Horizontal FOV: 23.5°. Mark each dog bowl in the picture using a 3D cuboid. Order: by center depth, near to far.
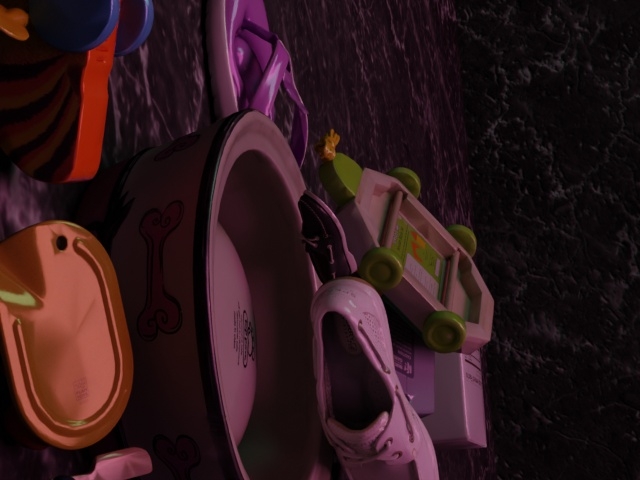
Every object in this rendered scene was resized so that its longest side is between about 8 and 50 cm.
[{"bbox_3d":[-0.106,0.087,1.448,0.408,0.150,0.408,-7,90,-76],"label":"dog bowl"}]

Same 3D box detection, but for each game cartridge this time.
[{"bbox_3d":[0.040,0.119,1.976,0.294,0.060,0.196,30,46,-39],"label":"game cartridge"}]

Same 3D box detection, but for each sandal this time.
[{"bbox_3d":[-0.057,-0.131,1.819,0.169,0.102,0.416,23,61,-74],"label":"sandal"}]

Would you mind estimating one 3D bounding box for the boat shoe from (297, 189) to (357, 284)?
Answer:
[{"bbox_3d":[0.000,0.000,1.522,0.046,0.038,0.125,40,-16,36],"label":"boat shoe"}]

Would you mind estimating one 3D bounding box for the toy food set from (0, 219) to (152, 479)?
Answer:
[{"bbox_3d":[-0.216,0.094,1.208,0.128,0.071,0.218,-18,100,-51],"label":"toy food set"}]

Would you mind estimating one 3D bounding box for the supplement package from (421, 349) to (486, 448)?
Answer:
[{"bbox_3d":[0.141,0.167,2.309,0.175,0.177,0.293,37,49,-71],"label":"supplement package"}]

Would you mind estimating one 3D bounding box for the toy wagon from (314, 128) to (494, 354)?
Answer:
[{"bbox_3d":[0.103,-0.003,2.045,0.344,0.068,0.267,45,25,-14],"label":"toy wagon"}]

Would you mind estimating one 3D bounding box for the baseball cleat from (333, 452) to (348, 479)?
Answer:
[{"bbox_3d":[0.072,0.241,2.149,0.072,0.109,0.206,40,39,-50],"label":"baseball cleat"}]

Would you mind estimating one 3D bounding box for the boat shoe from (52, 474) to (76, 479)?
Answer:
[{"bbox_3d":[-0.160,0.267,1.197,0.089,0.109,0.258,-58,157,-22],"label":"boat shoe"}]

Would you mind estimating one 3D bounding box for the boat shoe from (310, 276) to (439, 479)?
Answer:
[{"bbox_3d":[0.042,0.178,1.509,0.096,0.098,0.277,-51,124,-70],"label":"boat shoe"}]

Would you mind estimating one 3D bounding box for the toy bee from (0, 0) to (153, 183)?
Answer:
[{"bbox_3d":[-0.212,-0.204,1.227,0.195,0.162,0.298,65,47,-72],"label":"toy bee"}]
